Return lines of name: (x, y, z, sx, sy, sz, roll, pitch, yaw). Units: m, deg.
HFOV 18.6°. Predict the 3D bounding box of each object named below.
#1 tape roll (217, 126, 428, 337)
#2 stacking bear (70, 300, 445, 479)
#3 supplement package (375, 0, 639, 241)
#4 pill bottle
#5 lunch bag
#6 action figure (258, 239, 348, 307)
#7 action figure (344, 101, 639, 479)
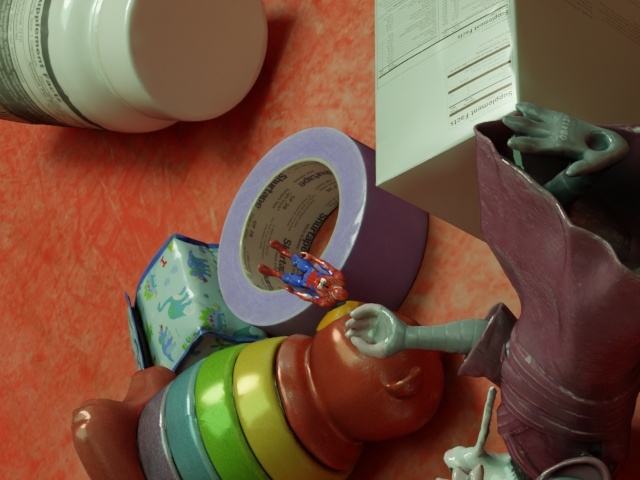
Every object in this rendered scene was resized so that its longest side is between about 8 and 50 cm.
tape roll: (0.000, 0.000, 1.731, 0.189, 0.080, 0.189, -26, 51, 37)
stacking bear: (-0.030, 0.143, 1.624, 0.289, 0.175, 0.164, -26, 91, 25)
supplement package: (0.158, -0.119, 1.521, 0.149, 0.194, 0.203, -27, 50, 39)
pill bottle: (-0.227, -0.215, 2.022, 0.361, 0.204, 0.204, 9, 76, 50)
lunch bag: (-0.129, 0.090, 1.824, 0.151, 0.096, 0.129, -53, 39, 36)
action figure: (-0.012, 0.030, 1.640, 0.115, 0.030, 0.038, 25, 83, 50)
action figure: (0.182, 0.073, 1.378, 0.248, 0.276, 0.370, -112, 22, -44)
